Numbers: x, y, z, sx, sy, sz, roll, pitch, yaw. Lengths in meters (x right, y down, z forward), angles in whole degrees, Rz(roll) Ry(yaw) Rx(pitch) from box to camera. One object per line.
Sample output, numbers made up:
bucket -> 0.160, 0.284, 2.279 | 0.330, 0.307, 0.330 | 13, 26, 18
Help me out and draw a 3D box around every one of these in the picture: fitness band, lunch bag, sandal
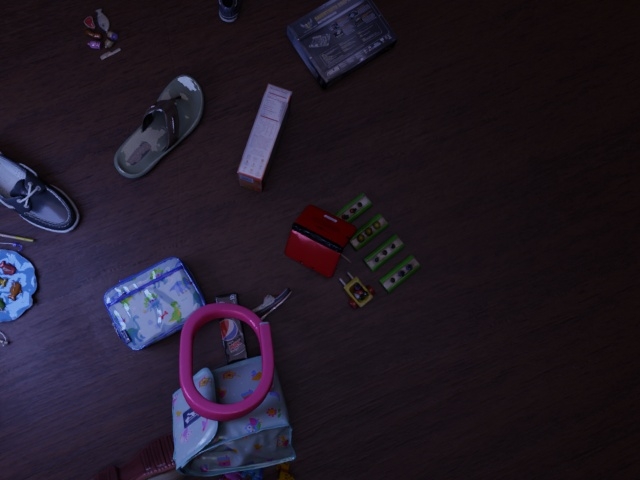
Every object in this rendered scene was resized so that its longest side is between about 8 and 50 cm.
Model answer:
fitness band -> -0.209, 0.262, 1.482 | 0.209, 0.054, 0.290 | -1, 49, -10
lunch bag -> -0.396, 0.150, 1.598 | 0.219, 0.090, 0.176 | -27, 84, -8
sandal -> -0.394, -0.280, 1.646 | 0.120, 0.086, 0.302 | 35, 82, 0
lunch bag -> -0.207, 0.402, 1.506 | 0.262, 0.223, 0.160 | -11, 129, -8

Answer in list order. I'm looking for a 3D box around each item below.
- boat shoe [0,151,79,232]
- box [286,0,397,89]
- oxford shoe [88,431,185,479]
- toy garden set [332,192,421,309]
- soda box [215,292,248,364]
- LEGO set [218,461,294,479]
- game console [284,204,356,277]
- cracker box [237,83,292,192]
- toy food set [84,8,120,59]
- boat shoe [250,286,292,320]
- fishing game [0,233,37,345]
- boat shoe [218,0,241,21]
boat shoe -> -0.723, -0.122, 1.598 | 0.302, 0.091, 0.114 | 31, 82, -1
box -> 0.055, -0.530, 1.728 | 0.231, 0.056, 0.183 | -34, 87, -8
oxford shoe -> -0.384, 0.557, 1.556 | 0.348, 0.123, 0.130 | -25, 112, -8
toy garden set -> 0.105, 0.033, 1.672 | 0.204, 0.049, 0.244 | -38, 88, -8
soda box -> -0.215, 0.214, 1.618 | 0.053, 0.060, 0.168 | -10, 84, -5
LEGO set -> -0.120, 0.565, 1.582 | 0.227, 0.093, 0.087 | 23, 113, -7
game console -> 0.000, 0.000, 1.660 | 0.144, 0.085, 0.124 | 27, 57, 16
cracker box -> -0.136, -0.247, 1.630 | 0.067, 0.156, 0.232 | 19, 82, -2
toy food set -> -0.564, -0.527, 1.694 | 0.078, 0.019, 0.122 | -30, 87, -7
boat shoe -> -0.130, 0.158, 1.640 | 0.137, 0.049, 0.043 | -40, 86, -3
fishing game -> -0.778, 0.111, 1.594 | 0.189, 0.041, 0.264 | 15, 83, 0
boat shoe -> -0.228, -0.673, 1.716 | 0.075, 0.065, 0.206 | 5, 83, -4
